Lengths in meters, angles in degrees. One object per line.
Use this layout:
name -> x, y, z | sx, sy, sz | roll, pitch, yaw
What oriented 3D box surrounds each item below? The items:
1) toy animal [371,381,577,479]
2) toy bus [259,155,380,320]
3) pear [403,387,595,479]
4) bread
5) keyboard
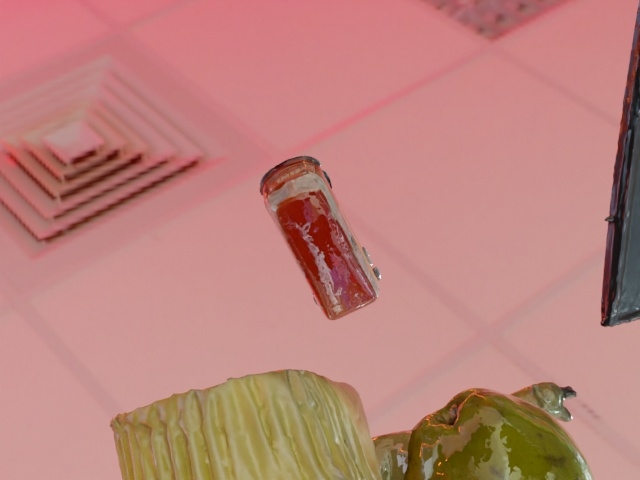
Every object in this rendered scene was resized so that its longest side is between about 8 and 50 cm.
toy animal -> 0.109, 0.185, 0.986 | 0.219, 0.103, 0.101 | -21, -122, 23
toy bus -> 0.000, 0.000, 1.259 | 0.079, 0.174, 0.077 | -25, -157, 6
pear -> 0.103, 0.148, 0.687 | 0.107, 0.131, 0.107 | -24, -164, 7
bread -> -0.043, 0.172, 0.847 | 0.179, 0.250, 0.133 | -11, -104, 0
keyboard -> 0.199, -0.073, 0.662 | 0.087, 0.250, 0.017 | -7, -159, -28
